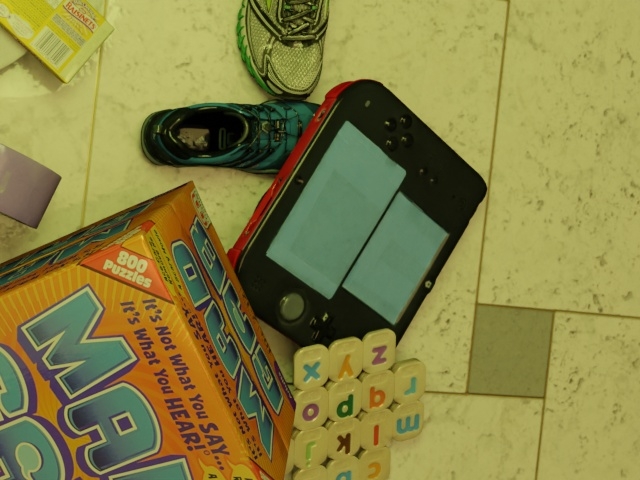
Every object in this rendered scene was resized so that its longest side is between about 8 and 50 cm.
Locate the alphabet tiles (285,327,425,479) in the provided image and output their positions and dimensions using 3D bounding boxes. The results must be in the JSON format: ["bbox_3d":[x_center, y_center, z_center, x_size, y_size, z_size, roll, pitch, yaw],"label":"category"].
[{"bbox_3d":[0.033,0.270,1.720,0.284,0.021,0.278,-12,116,-24],"label":"alphabet tiles"}]

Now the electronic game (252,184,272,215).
[{"bbox_3d":[0.000,0.000,1.727,0.229,0.048,0.229,-1,93,-20],"label":"electronic game"}]

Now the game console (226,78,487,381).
[{"bbox_3d":[0.061,-0.011,1.687,0.342,0.060,0.386,37,80,-31],"label":"game console"}]

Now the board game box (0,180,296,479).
[{"bbox_3d":[-0.271,0.179,1.415,0.356,0.356,0.356,-23,100,7],"label":"board game box"}]

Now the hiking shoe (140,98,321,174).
[{"bbox_3d":[-0.103,-0.148,1.638,0.304,0.132,0.113,-8,95,-20],"label":"hiking shoe"}]

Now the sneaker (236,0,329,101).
[{"bbox_3d":[-0.043,-0.375,1.643,0.134,0.146,0.344,-2,94,-20],"label":"sneaker"}]

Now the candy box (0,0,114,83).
[{"bbox_3d":[-0.384,-0.317,1.505,0.206,0.027,0.105,44,72,-26],"label":"candy box"}]

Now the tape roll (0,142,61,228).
[{"bbox_3d":[-0.444,-0.089,1.486,0.189,0.189,0.080,27,84,-19],"label":"tape roll"}]

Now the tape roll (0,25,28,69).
[{"bbox_3d":[-0.518,-0.396,1.479,0.392,0.072,0.392,-4,98,-29],"label":"tape roll"}]
